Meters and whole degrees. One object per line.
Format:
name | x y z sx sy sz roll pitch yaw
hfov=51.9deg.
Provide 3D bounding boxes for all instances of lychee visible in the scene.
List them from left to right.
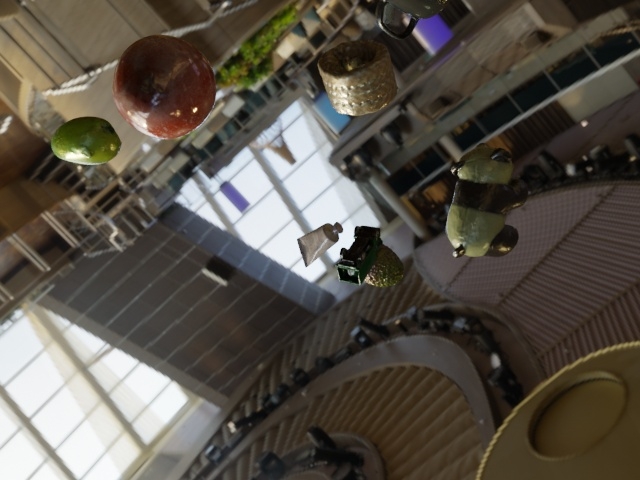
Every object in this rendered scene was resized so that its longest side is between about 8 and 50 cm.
lychee | 0.150 0.062 1.719 0.114 0.146 0.114 -63 178 -5

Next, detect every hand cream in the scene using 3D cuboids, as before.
hand cream | 0.000 0.000 1.624 0.053 0.084 0.142 8 146 -44

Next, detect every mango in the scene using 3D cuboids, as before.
mango | -0.558 -0.230 1.548 0.178 0.119 0.100 -7 -149 20

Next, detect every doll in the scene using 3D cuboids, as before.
doll | 0.326 -0.076 1.317 0.135 0.143 0.234 1 102 -56

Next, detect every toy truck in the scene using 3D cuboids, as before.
toy truck | 0.098 0.030 1.602 0.065 0.079 0.147 11 -135 27

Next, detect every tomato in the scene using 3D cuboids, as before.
tomato | -0.407 -0.398 1.707 0.270 0.270 0.227 -41 -178 7

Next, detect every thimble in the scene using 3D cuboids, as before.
thimble | 0.102 -0.453 1.837 0.196 0.148 0.229 -39 -140 -24

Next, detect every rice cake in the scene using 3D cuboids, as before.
rice cake | 0.188 -0.662 1.705 0.033 0.033 0.207 -101 -167 -50

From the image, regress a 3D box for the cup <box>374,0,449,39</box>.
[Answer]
cup | 0.178 -0.537 1.367 0.223 0.177 0.169 -67 -150 21
